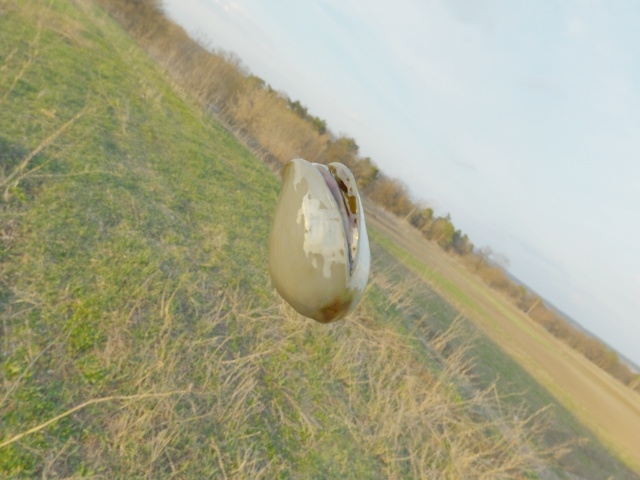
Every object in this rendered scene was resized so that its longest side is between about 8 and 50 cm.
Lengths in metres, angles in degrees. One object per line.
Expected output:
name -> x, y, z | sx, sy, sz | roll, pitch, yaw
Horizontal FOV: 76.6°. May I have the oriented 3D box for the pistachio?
pistachio -> 0.000, 0.000, 0.532 | 0.144, 0.214, 0.144 | -4, -2, 0
